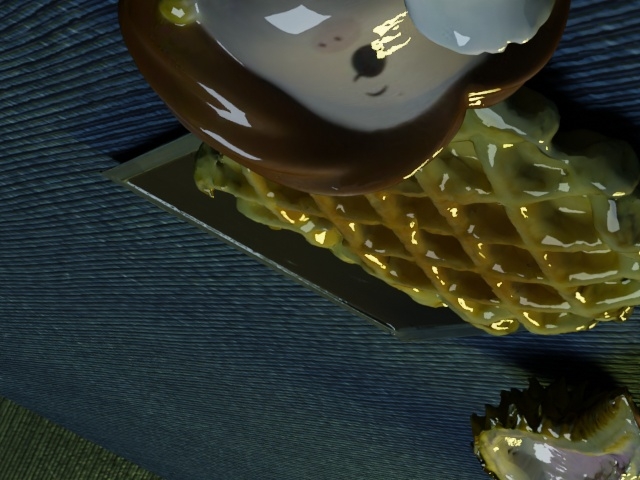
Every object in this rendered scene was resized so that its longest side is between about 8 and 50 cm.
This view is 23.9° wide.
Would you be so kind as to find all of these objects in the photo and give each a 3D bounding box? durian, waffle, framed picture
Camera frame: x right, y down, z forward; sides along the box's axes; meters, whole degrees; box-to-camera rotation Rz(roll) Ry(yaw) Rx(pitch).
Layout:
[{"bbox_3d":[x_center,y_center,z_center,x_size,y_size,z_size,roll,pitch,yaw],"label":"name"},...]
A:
[{"bbox_3d":[0.180,0.127,1.006,0.140,0.078,0.224,34,154,7],"label":"durian"},{"bbox_3d":[0.061,-0.020,0.736,0.250,0.056,0.261,27,158,-8],"label":"waffle"},{"bbox_3d":[0.000,0.000,0.952,0.252,0.014,0.197,30,162,-20],"label":"framed picture"}]

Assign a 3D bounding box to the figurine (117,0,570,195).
[{"bbox_3d":[-0.006,-0.110,0.416,0.189,0.142,0.263,52,175,21],"label":"figurine"}]
